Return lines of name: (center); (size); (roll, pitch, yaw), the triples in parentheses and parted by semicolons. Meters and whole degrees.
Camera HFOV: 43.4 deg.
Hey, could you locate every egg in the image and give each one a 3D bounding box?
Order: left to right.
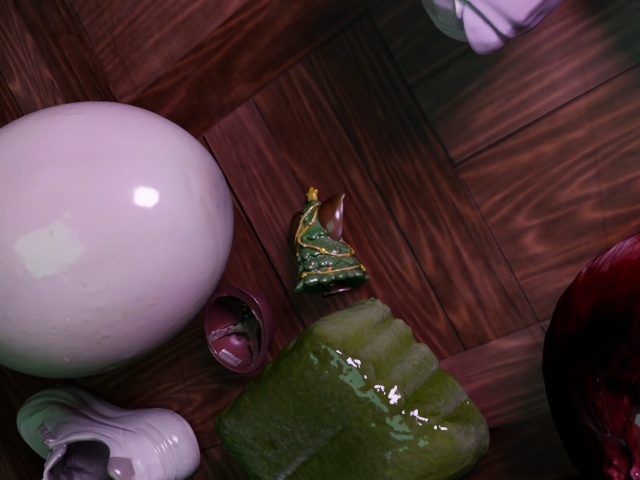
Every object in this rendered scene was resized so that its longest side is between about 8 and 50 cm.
egg: (-0.239, -0.005, 0.832); (0.345, 0.283, 0.283); (-25, 92, 39)

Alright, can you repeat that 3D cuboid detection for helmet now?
helmet: (-0.079, 0.089, 0.897); (0.089, 0.057, 0.111); (30, 124, 25)

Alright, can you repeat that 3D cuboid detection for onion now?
onion: (0.264, 0.135, 0.571); (0.273, 0.285, 0.273); (33, 140, 33)

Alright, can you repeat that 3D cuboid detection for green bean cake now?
green bean cake: (0.032, 0.194, 0.825); (0.222, 0.125, 0.248); (47, 127, 9)

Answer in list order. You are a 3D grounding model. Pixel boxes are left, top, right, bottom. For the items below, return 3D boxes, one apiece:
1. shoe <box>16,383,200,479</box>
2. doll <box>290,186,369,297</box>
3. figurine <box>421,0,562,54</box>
shoe: (-0.320, 0.283, 1.056); (0.316, 0.159, 0.124); (-2, 106, 30)
doll: (-0.006, 0.005, 0.813); (0.078, 0.077, 0.113); (-22, 92, 44)
figurine: (0.094, -0.250, 0.618); (0.133, 0.200, 0.276); (-50, 51, 16)
